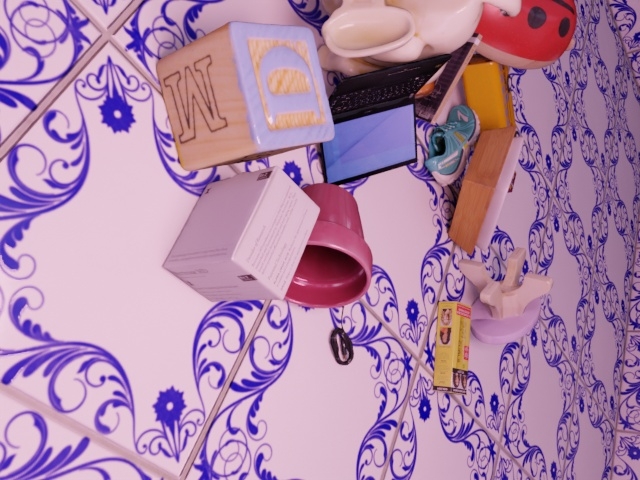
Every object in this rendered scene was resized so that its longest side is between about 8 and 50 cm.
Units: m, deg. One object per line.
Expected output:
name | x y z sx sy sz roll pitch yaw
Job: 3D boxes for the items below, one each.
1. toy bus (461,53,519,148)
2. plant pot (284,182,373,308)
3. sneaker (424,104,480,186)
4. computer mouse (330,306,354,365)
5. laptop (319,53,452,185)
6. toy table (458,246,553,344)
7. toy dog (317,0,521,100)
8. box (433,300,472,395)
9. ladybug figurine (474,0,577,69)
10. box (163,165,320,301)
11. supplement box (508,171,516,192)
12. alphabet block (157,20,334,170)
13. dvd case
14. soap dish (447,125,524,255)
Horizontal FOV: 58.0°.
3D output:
toy bus | 0.498 -0.376 1.681 0.130 0.108 0.332 -53 134 -44
plant pot | 0.000 0.000 1.077 0.201 0.201 0.180 45 38 -35
sneaker | 0.353 -0.276 1.563 0.110 0.107 0.275 38 56 -23
computer mouse | 0.038 0.142 1.206 0.071 0.041 0.242 -4 95 -39
laptop | 0.127 -0.231 1.153 0.234 0.264 0.136 -19 84 -18
toy table | 0.506 0.143 1.588 0.274 0.252 0.160 -49 137 -49
toy dog | 0.179 -0.460 1.201 0.408 0.396 0.284 38 45 -83
box | 0.344 0.279 1.501 0.087 0.058 0.232 23 68 -43
ladybug figurine | 0.496 -0.623 1.506 0.450 0.162 0.305 19 72 -15
box | -0.125 -0.006 0.931 0.119 0.181 0.181 44 55 -34
supplement box | 0.594 -0.200 1.855 0.055 0.043 0.083 45 55 -36
alphabet block | -0.122 -0.232 0.956 0.192 0.197 0.193 -17 98 -48
dvd case | 0.276 -0.394 1.374 0.018 0.164 0.221 20 104 -31
soap dish | 0.432 -0.131 1.530 0.290 0.118 0.228 88 25 -55
